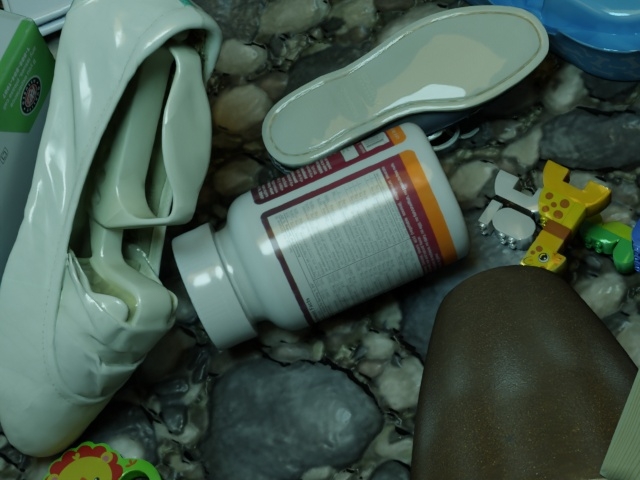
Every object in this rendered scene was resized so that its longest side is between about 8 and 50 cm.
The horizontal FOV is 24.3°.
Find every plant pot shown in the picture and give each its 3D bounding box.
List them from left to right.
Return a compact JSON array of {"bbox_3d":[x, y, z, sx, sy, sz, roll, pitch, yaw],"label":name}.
[{"bbox_3d":[0.153,0.138,1.064,0.215,0.215,0.230,-14,47,6],"label":"plant pot"}]

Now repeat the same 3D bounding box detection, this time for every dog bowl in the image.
[{"bbox_3d":[0.220,-0.246,1.312,0.297,0.074,0.166,35,75,27],"label":"dog bowl"}]

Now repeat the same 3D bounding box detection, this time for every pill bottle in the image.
[{"bbox_3d":[0.000,0.000,1.204,0.221,0.121,0.121,-24,60,1],"label":"pill bottle"}]

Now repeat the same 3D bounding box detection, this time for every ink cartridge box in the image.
[{"bbox_3d":[-0.274,-0.032,1.197,0.117,0.278,0.201,15,67,17],"label":"ink cartridge box"}]

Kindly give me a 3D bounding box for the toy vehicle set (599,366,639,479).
[{"bbox_3d":[0.276,0.031,0.931,0.035,0.166,0.267,33,46,24],"label":"toy vehicle set"}]

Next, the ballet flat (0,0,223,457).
[{"bbox_3d":[-0.159,-0.005,1.140,0.139,0.139,0.400,16,101,21],"label":"ballet flat"}]

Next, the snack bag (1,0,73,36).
[{"bbox_3d":[-0.206,-0.376,1.505,0.323,0.037,0.342,-25,57,-1],"label":"snack bag"}]

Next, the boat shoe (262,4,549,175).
[{"bbox_3d":[0.076,-0.118,1.272,0.255,0.079,0.095,-28,68,2],"label":"boat shoe"}]

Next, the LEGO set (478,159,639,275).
[{"bbox_3d":[0.211,0.013,1.167,0.227,0.087,0.093,28,71,26],"label":"LEGO set"}]

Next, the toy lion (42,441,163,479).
[{"bbox_3d":[-0.173,0.202,1.191,0.100,0.034,0.096,-17,52,4],"label":"toy lion"}]
